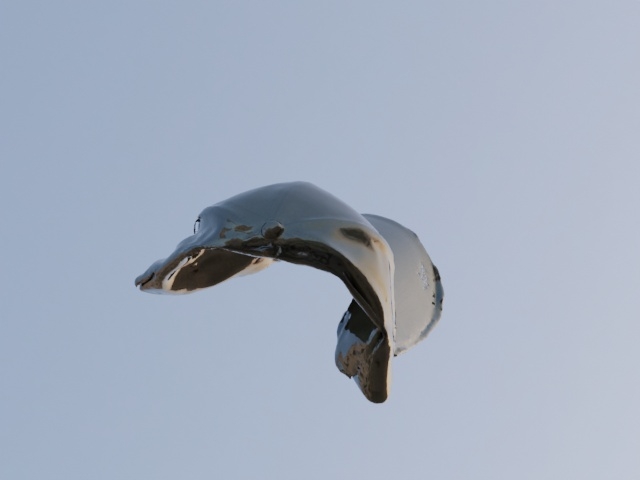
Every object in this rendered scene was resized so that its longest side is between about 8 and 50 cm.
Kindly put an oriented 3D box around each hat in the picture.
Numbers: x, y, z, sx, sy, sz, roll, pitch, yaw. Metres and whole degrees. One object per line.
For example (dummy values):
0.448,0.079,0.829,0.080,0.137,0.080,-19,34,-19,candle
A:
0.000,0.000,0.967,0.175,0.147,0.085,-33,-40,-60,hat
